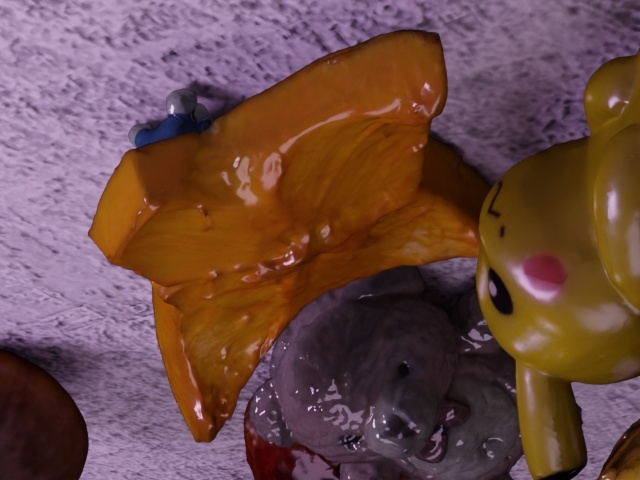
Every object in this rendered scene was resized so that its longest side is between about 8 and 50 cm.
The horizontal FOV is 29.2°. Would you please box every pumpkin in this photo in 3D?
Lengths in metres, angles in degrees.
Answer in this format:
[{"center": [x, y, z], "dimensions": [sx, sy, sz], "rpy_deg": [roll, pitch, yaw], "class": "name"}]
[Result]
[{"center": [-0.023, -0.001, 0.801], "dimensions": [0.290, 0.095, 0.258], "rpy_deg": [-30, 146, 6], "class": "pumpkin"}]

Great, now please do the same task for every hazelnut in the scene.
[{"center": [-0.320, 0.195, 1.110], "dimensions": [0.210, 0.210, 0.186], "rpy_deg": [13, 143, -17], "class": "hazelnut"}]

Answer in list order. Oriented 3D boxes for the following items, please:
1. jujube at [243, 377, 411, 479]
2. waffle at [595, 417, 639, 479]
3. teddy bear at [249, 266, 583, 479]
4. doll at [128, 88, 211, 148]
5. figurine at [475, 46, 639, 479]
[{"center": [0.028, 0.222, 1.174], "dimensions": [0.190, 0.190, 0.255], "rpy_deg": [-15, 127, 26], "class": "jujube"}, {"center": [0.306, 0.085, 0.773], "dimensions": [0.382, 0.095, 0.379], "rpy_deg": [-49, 165, 24], "class": "waffle"}, {"center": [0.084, 0.127, 1.022], "dimensions": [0.267, 0.151, 0.236], "rpy_deg": [29, 103, -42], "class": "teddy bear"}, {"center": [-0.086, -0.056, 0.826], "dimensions": [0.083, 0.050, 0.076], "rpy_deg": [24, 147, -34], "class": "doll"}, {"center": [0.202, -0.018, 0.749], "dimensions": [0.169, 0.218, 0.327], "rpy_deg": [29, 135, -18], "class": "figurine"}]
